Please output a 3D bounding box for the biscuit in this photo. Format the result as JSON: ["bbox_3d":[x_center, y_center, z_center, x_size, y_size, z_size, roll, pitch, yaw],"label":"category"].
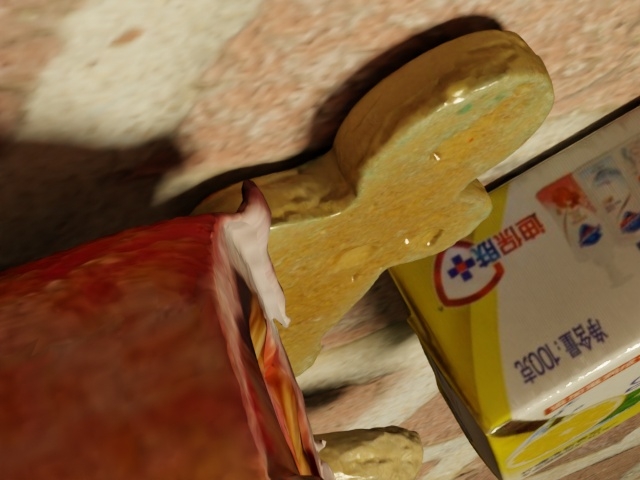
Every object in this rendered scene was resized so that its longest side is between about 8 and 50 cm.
[{"bbox_3d":[0.000,0.000,0.645,0.153,0.030,0.234,-11,153,-46],"label":"biscuit"}]

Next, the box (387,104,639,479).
[{"bbox_3d":[0.169,0.002,0.797,0.265,0.097,0.168,-30,161,-2],"label":"box"}]

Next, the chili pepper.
[{"bbox_3d":[-0.117,0.144,0.510,0.305,0.229,0.251,-19,146,-10],"label":"chili pepper"}]

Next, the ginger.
[{"bbox_3d":[-0.073,0.158,0.901,0.259,0.065,0.149,-35,148,31],"label":"ginger"}]
